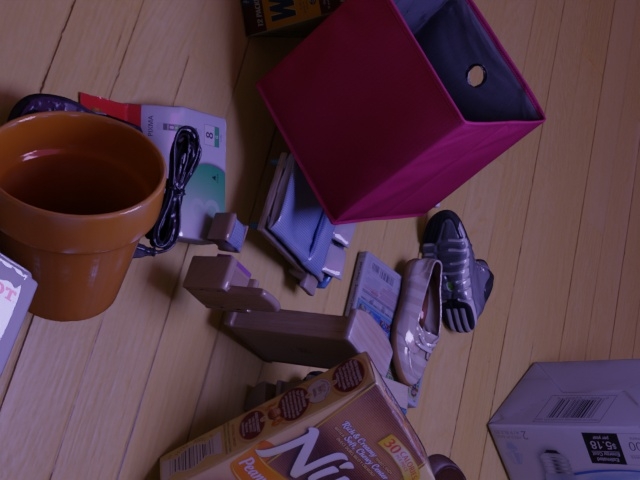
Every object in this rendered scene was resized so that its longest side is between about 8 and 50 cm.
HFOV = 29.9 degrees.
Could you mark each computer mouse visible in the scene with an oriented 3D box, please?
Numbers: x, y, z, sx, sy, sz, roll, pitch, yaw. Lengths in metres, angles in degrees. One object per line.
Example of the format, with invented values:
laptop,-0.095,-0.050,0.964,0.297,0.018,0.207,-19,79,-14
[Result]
computer mouse,-0.284,-0.076,1.511,0.262,0.060,0.184,11,90,-34

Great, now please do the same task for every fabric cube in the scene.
fabric cube,0.118,-0.199,1.732,0.259,0.258,0.254,-8,64,-54

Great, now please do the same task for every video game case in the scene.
video game case,0.112,0.149,1.982,0.212,0.023,0.193,37,58,-42

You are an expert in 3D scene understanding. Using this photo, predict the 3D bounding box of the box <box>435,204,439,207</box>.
box,0.123,-0.154,1.970,0.103,0.114,0.203,14,73,-48

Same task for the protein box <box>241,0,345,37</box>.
protein box,0.015,-0.392,1.809,0.200,0.201,0.136,-11,93,-50

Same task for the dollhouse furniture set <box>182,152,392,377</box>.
dollhouse furniture set,0.000,0.000,1.688,0.286,0.198,0.303,50,51,-52

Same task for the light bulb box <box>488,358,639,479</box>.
light bulb box,0.556,0.424,2.207,0.225,0.358,0.361,-41,114,-43

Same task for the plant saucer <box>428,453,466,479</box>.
plant saucer,0.210,0.450,2.049,0.168,0.029,0.168,8,79,-48

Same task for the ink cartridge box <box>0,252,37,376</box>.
ink cartridge box,-0.458,0.127,1.229,0.223,0.129,0.307,40,56,-39

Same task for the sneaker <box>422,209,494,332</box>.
sneaker,0.251,0.038,2.128,0.132,0.086,0.229,-36,122,-51

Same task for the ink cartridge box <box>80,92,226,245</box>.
ink cartridge box,-0.220,-0.095,1.605,0.224,0.056,0.181,11,76,-50

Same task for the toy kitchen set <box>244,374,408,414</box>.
toy kitchen set,0.004,0.282,1.684,0.122,0.207,0.166,25,60,-44

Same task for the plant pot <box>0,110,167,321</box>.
plant pot,-0.290,-0.017,1.385,0.205,0.205,0.188,-37,150,-46

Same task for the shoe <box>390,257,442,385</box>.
shoe,0.163,0.131,1.980,0.076,0.058,0.219,25,66,-46

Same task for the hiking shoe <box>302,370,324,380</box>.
hiking shoe,-0.005,0.309,1.771,0.114,0.086,0.227,-9,92,-53

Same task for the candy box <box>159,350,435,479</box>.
candy box,-0.032,0.301,1.581,0.183,0.316,0.087,59,7,-26
